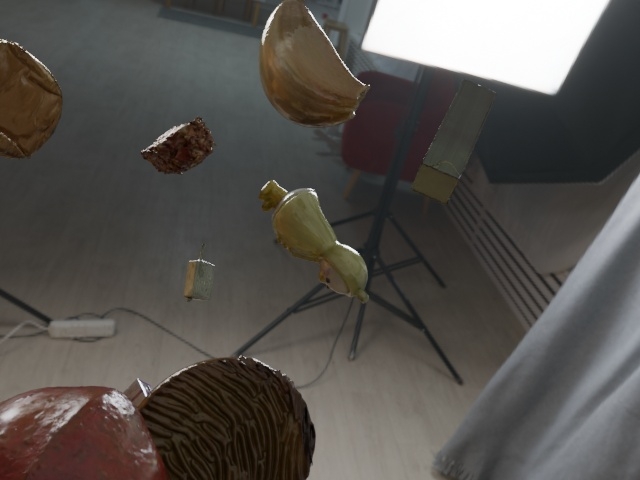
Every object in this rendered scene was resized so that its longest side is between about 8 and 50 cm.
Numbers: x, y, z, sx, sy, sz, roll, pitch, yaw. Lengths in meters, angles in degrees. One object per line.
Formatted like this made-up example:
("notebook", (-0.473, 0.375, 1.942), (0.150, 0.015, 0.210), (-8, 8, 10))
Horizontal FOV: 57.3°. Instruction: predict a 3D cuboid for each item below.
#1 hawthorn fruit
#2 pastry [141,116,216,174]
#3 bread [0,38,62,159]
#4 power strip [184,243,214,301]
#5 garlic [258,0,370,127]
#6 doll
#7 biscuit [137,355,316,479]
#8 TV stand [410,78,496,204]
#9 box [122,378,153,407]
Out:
("hawthorn fruit", (-0.298, 0.300, 0.620), (0.254, 0.254, 0.300), (16, 11, 1))
("pastry", (-0.186, -0.119, 0.782), (0.087, 0.063, 0.169), (-39, 19, -15))
("bread", (-0.621, -0.276, 1.071), (0.156, 0.204, 0.288), (27, 0, 8))
("power strip", (-0.351, 0.095, 1.711), (0.042, 0.175, 0.075), (-4, -14, 35))
("garlic", (-0.027, -0.301, 1.002), (0.164, 0.145, 0.245), (-25, 81, -1))
("doll", (-0.010, 0.007, 1.123), (0.117, 0.141, 0.296), (-29, 68, -16))
("biscuit", (-0.151, 0.334, 0.890), (0.318, 0.318, 0.040), (-1, 4, -27))
("TV stand", (0.272, -0.201, 1.182), (0.082, 0.088, 0.269), (26, 58, 7))
("box", (-0.278, 0.279, 0.927), (0.117, 0.050, 0.036), (47, 1, 42))
